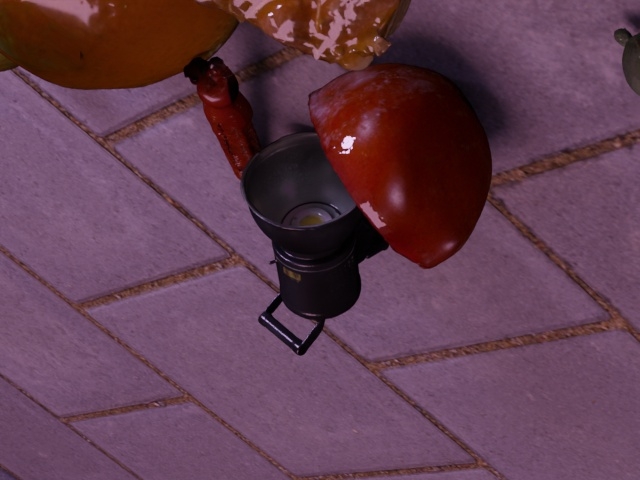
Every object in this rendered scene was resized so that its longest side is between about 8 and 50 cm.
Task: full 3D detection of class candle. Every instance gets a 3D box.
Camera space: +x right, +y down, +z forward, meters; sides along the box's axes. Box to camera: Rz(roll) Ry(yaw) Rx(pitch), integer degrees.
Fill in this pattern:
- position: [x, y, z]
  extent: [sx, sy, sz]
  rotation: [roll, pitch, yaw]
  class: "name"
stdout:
- position: [-0.094, -0.124, 1.733]
  extent: [0.051, 0.048, 0.329]
  rotation: [52, 175, 16]
  class: "candle"

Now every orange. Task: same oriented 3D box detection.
- position: [-0.245, -0.263, 1.608]
  extent: [0.334, 0.196, 0.262]
  rotation: [10, 161, 18]
  class: "orange"

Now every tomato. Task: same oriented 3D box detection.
- position: [0.093, -0.094, 1.561]
  extent: [0.139, 0.233, 0.200]
  rotation: [-38, 117, 12]
  class: "tomato"

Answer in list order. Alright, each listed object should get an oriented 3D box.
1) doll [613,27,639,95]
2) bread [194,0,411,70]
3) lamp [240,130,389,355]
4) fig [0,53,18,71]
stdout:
- position: [0.326, -0.138, 1.387]
  extent: [0.150, 0.077, 0.115]
  rotation: [38, -169, -38]
  class: "doll"
- position: [-0.020, -0.310, 1.153]
  extent: [0.279, 0.207, 0.279]
  rotation: [25, 114, 3]
  class: "bread"
- position: [0.000, 0.000, 1.808]
  extent: [0.147, 0.172, 0.227]
  rotation: [37, 153, 32]
  class: "lamp"
- position: [-0.374, -0.236, 1.858]
  extent: [0.088, 0.074, 0.074]
  rotation: [6, 149, 5]
  class: "fig"
